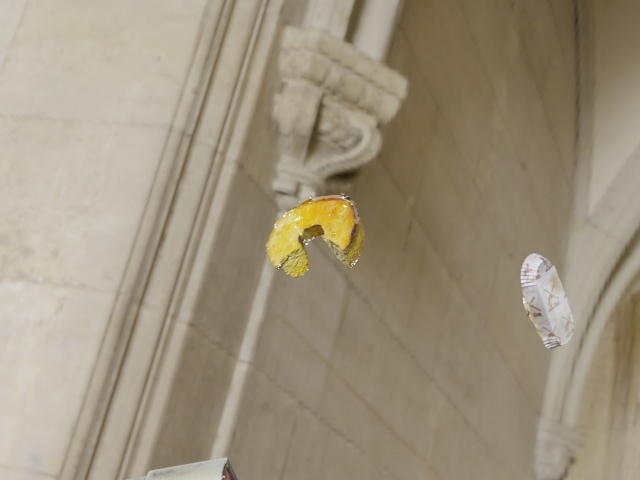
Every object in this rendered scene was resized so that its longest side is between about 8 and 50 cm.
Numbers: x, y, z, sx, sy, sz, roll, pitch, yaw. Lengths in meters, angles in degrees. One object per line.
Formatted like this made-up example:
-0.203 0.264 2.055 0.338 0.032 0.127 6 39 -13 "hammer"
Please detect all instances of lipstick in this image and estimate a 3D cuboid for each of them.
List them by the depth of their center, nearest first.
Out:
-0.254 0.399 1.766 0.253 0.077 0.079 -11 -60 13 "lipstick"

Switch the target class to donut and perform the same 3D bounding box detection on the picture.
0.000 -0.009 1.952 0.181 0.146 0.078 -16 -44 27 "donut"

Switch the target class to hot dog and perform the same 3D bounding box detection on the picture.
0.421 0.111 2.138 0.053 0.099 0.192 -3 -58 47 "hot dog"
